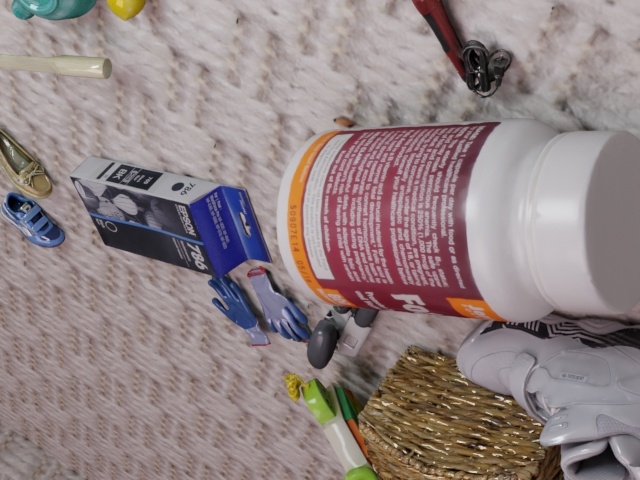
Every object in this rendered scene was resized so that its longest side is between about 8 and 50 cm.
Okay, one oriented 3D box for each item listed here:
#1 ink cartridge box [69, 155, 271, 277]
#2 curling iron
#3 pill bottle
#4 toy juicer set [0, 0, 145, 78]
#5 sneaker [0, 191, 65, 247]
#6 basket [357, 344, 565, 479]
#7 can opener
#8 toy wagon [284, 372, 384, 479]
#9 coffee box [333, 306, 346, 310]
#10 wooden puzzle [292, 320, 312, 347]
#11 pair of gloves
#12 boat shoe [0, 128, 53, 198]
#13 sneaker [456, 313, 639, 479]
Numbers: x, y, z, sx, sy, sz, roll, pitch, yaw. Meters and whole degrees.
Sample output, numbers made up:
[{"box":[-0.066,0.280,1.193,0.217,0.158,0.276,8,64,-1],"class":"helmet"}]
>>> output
[{"box":[-0.247,-0.035,1.641,0.333,0.065,0.165,12,138,31],"class":"ink cartridge box"},{"box":[0.121,-0.267,1.064,0.068,0.035,0.274,-12,123,43],"class":"curling iron"},{"box":[0.161,-0.023,1.145,0.392,0.224,0.224,2,132,41],"class":"pill bottle"},{"box":[-0.329,-0.338,1.350,0.209,0.089,0.329,21,136,1],"class":"toy juicer set"},{"box":[-0.549,-0.039,1.915,0.144,0.053,0.059,33,143,5],"class":"sneaker"},{"box":[0.224,0.329,1.508,0.299,0.213,0.223,13,138,32],"class":"basket"},{"box":[0.045,0.112,1.520,0.076,0.095,0.283,32,146,7],"class":"can opener"},{"box":[0.060,0.342,1.674,0.344,0.068,0.267,55,-175,-23],"class":"toy wagon"},{"box":[0.000,0.000,1.378,0.040,0.184,0.113,-26,120,4],"class":"coffee box"},{"box":[-0.036,0.155,1.721,0.049,0.006,0.083,4,133,39],"class":"wooden puzzle"},{"box":[-0.107,0.115,1.717,0.198,0.023,0.159,-10,118,47],"class":"pair of gloves"},{"box":[-0.534,-0.138,1.786,0.153,0.056,0.048,50,149,-5],"class":"boat shoe"},{"box":[0.302,0.208,1.298,0.366,0.210,0.137,-1,130,43],"class":"sneaker"}]
